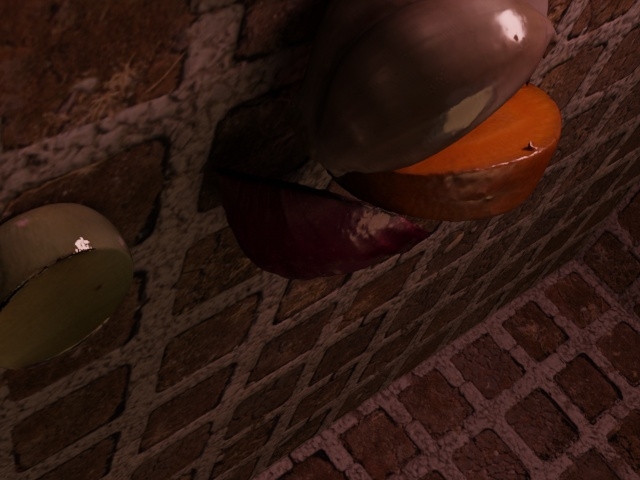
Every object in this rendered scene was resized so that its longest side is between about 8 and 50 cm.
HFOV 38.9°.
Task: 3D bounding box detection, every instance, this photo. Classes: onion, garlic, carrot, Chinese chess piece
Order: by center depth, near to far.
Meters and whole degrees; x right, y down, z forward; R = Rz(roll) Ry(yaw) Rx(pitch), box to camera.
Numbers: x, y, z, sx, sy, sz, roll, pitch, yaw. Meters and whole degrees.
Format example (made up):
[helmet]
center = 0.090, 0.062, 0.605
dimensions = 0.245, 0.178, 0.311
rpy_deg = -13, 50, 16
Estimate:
[Chinese chess piece]
center = -0.283, 0.046, 0.928
dimensions = 0.188, 0.083, 0.188
rpy_deg = -35, 156, -18
[garlic]
center = 0.151, -0.189, 0.943
dimensions = 0.340, 0.231, 0.245
rpy_deg = -18, 131, -21
[onion]
center = 0.000, 0.000, 1.081
dimensions = 0.250, 0.248, 0.111
rpy_deg = 25, 81, -68
[carrot]
center = 0.148, -0.125, 1.119
dimensions = 0.307, 0.258, 0.100
rpy_deg = -15, 129, -29
